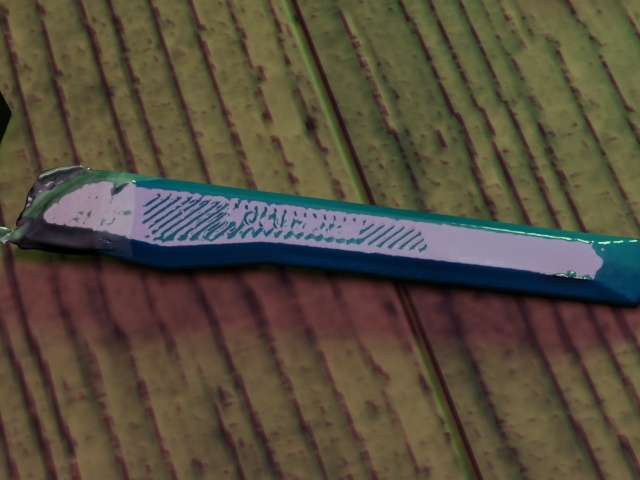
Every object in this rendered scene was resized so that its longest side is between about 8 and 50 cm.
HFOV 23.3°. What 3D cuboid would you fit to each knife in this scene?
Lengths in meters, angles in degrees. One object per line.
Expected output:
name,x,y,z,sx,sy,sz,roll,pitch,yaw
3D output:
knife,0.000,0.001,0.692,0.297,0.026,0.044,8,65,8

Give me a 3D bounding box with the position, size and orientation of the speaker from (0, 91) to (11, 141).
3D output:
speaker,-0.193,0.006,0.699,0.040,0.046,0.191,9,62,12
